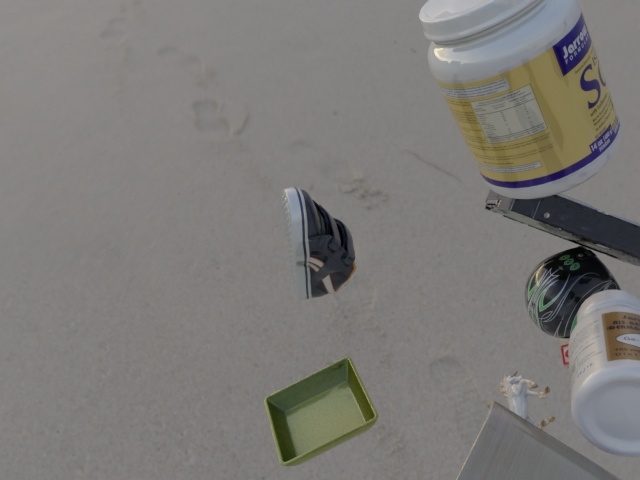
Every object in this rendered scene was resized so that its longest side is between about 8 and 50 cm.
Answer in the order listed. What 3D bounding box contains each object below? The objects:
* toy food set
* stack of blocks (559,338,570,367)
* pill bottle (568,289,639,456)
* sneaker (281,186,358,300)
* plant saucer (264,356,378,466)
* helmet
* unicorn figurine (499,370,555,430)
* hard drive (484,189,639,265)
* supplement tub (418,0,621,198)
[{"bbox_3d":[0.225,0.358,0.774,0.219,0.092,0.306,31,61,10],"label":"toy food set"},{"bbox_3d":[0.623,0.220,1.495,0.087,0.297,0.171,-26,49,37],"label":"stack of blocks"},{"bbox_3d":[0.397,0.162,0.910,0.131,0.131,0.229,1,24,18],"label":"pill bottle"},{"bbox_3d":[0.000,0.000,1.273,0.127,0.321,0.126,-11,61,-4],"label":"sneaker"},{"bbox_3d":[0.002,0.321,1.262,0.188,0.045,0.188,-26,29,-2],"label":"plant saucer"},{"bbox_3d":[0.478,0.107,1.335,0.161,0.169,0.169,-37,33,3],"label":"helmet"},{"bbox_3d":[0.363,0.290,1.234,0.111,0.060,0.162,-34,36,54],"label":"unicorn figurine"},{"bbox_3d":[0.498,-0.028,1.310,0.338,0.064,0.237,20,3,2],"label":"hard drive"},{"bbox_3d":[0.317,-0.259,1.099,0.241,0.331,0.241,-25,29,15],"label":"supplement tub"}]
